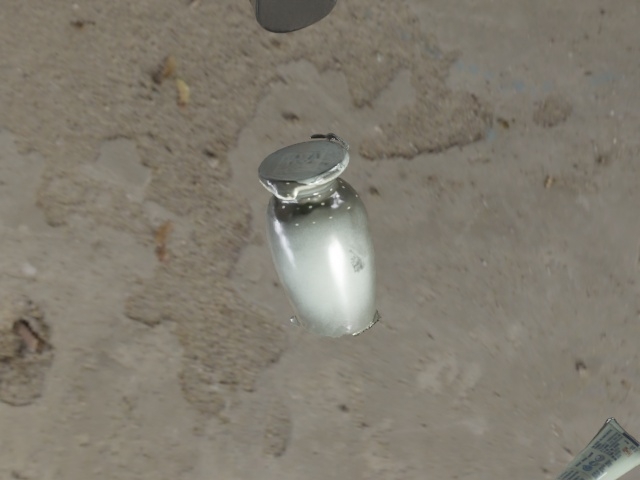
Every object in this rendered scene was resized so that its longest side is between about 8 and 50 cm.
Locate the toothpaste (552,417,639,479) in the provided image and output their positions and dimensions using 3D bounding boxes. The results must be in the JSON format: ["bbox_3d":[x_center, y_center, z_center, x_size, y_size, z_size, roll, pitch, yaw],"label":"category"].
[{"bbox_3d":[0.348,0.311,1.657,0.069,0.268,0.047,16,118,36],"label":"toothpaste"}]

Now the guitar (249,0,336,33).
[{"bbox_3d":[-0.061,-0.297,1.149,0.084,0.271,0.038,-22,49,6],"label":"guitar"}]

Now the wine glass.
[{"bbox_3d":[0.000,0.000,1.332,0.111,0.111,0.204,-5,120,12],"label":"wine glass"}]
